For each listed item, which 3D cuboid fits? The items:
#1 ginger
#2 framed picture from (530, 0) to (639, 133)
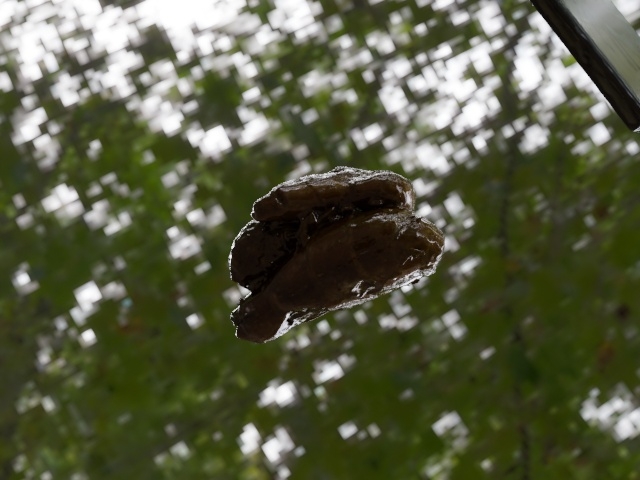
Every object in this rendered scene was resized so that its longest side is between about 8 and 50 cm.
[{"bbox_3d":[0.000,0.000,1.367,0.162,0.073,0.103,-24,-115,12],"label":"ginger"},{"bbox_3d":[0.088,-0.185,1.053,0.016,0.265,0.347,-40,-103,15],"label":"framed picture"}]
